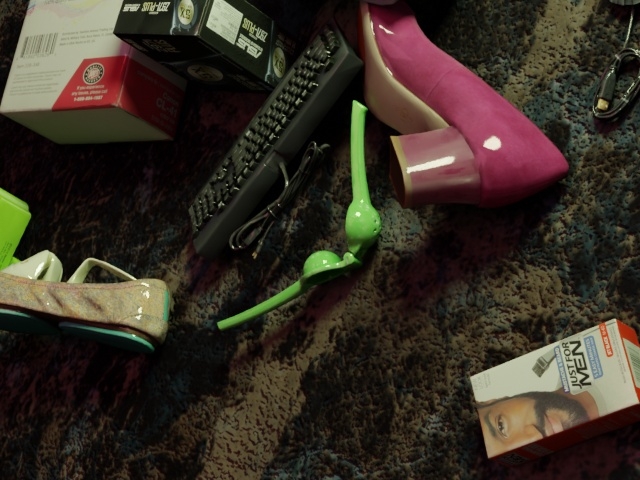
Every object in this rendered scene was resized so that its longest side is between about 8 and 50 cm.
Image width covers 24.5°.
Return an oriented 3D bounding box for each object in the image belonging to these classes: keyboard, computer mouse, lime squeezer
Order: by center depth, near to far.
[{"bbox_3d":[0.324,-0.244,1.572,0.071,0.041,0.242,2,74,36],"label":"computer mouse"},{"bbox_3d":[0.000,0.000,1.684,0.110,0.059,0.310,33,98,5],"label":"lime squeezer"},{"bbox_3d":[-0.057,-0.103,1.743,0.317,0.033,0.201,-53,34,21],"label":"keyboard"}]

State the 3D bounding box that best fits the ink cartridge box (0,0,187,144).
[{"bbox_3d":[-0.280,-0.291,1.983,0.226,0.131,0.306,1,71,37],"label":"ink cartridge box"}]

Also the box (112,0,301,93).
[{"bbox_3d":[-0.139,-0.252,1.828,0.147,0.180,0.078,8,77,38],"label":"box"}]

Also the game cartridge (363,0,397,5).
[{"bbox_3d":[0.049,-0.363,1.754,0.196,0.060,0.294,-41,40,-24],"label":"game cartridge"}]

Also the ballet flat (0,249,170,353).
[{"bbox_3d":[-0.326,0.071,1.874,0.316,0.107,0.106,8,70,20],"label":"ballet flat"}]

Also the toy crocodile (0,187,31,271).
[{"bbox_3d":[-0.490,0.090,1.992,0.105,0.115,0.341,14,81,40],"label":"toy crocodile"}]

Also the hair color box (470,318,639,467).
[{"bbox_3d":[0.240,0.153,1.465,0.167,0.053,0.093,-27,58,27],"label":"hair color box"}]

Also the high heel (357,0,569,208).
[{"bbox_3d":[0.146,-0.176,1.670,0.181,0.127,0.377,-7,52,-6],"label":"high heel"}]
